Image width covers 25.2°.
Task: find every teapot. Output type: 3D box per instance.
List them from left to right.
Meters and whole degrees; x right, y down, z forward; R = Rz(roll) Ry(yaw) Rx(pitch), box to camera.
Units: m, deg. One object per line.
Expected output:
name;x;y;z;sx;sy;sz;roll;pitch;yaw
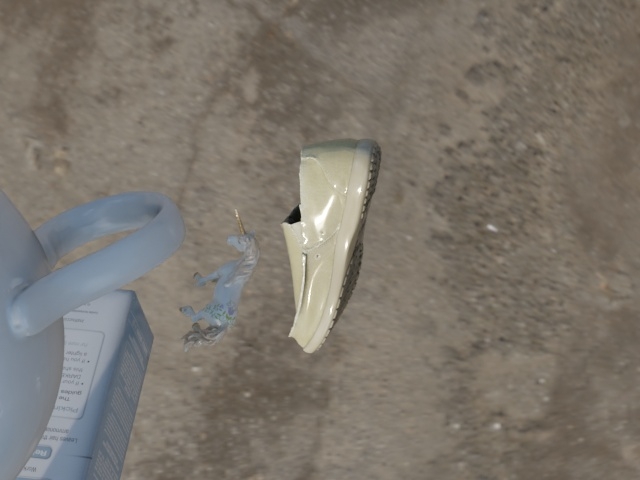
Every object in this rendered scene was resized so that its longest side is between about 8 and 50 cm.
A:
teapot;-0.242;0.035;0.793;0.256;0.187;0.252;30;116;-3

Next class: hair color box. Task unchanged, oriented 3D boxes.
hair color box;-0.321;0.233;1.586;0.185;0.113;0.374;4;56;10

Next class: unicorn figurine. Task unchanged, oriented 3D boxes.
unicorn figurine;-0.116;0.054;1.723;0.111;0.060;0.161;-13;69;49

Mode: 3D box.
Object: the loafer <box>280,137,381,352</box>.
loafer;0.000;0.000;1.616;0.092;0.102;0.268;18;114;10
